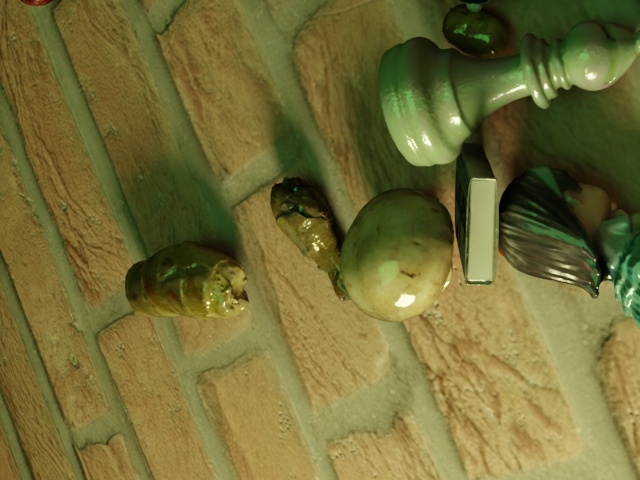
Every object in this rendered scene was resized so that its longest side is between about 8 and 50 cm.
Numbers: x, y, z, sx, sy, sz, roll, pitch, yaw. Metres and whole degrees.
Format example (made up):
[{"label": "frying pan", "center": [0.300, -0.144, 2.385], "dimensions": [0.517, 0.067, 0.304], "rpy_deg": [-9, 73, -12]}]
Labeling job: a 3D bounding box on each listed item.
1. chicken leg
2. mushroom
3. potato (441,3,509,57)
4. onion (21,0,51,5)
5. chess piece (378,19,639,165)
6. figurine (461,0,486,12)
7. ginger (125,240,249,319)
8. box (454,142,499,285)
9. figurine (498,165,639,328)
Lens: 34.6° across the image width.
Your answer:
[{"label": "chicken leg", "center": [-0.002, 0.001, 1.365], "dimensions": [0.198, 0.069, 0.085], "rpy_deg": [57, 136, 7]}, {"label": "mushroom", "center": [0.097, 0.017, 1.223], "dimensions": [0.166, 0.127, 0.166], "rpy_deg": [-34, 50, 54]}, {"label": "potato", "center": [0.172, -0.231, 1.135], "dimensions": [0.083, 0.040, 0.051], "rpy_deg": [34, 113, 28]}, {"label": "onion", "center": [-0.476, -0.437, 1.692], "dimensions": [0.107, 0.097, 0.107], "rpy_deg": [29, 133, 37]}, {"label": "chess piece", "center": [0.205, -0.171, 1.056], "dimensions": [0.271, 0.139, 0.139], "rpy_deg": [-14, 92, 25]}, {"label": "figurine", "center": [0.174, -0.360, 1.038], "dimensions": [0.164, 0.120, 0.262], "rpy_deg": [15, 114, 38]}, {"label": "ginger", "center": [-0.207, 0.062, 1.564], "dimensions": [0.263, 0.116, 0.109], "rpy_deg": [-6, 57, 51]}, {"label": "box", "center": [0.168, -0.033, 1.112], "dimensions": [0.035, 0.177, 0.115], "rpy_deg": [0, 107, 4]}, {"label": "figurine", "center": [0.287, 0.017, 1.050], "dimensions": [0.245, 0.110, 0.138], "rpy_deg": [30, 138, 28]}]
